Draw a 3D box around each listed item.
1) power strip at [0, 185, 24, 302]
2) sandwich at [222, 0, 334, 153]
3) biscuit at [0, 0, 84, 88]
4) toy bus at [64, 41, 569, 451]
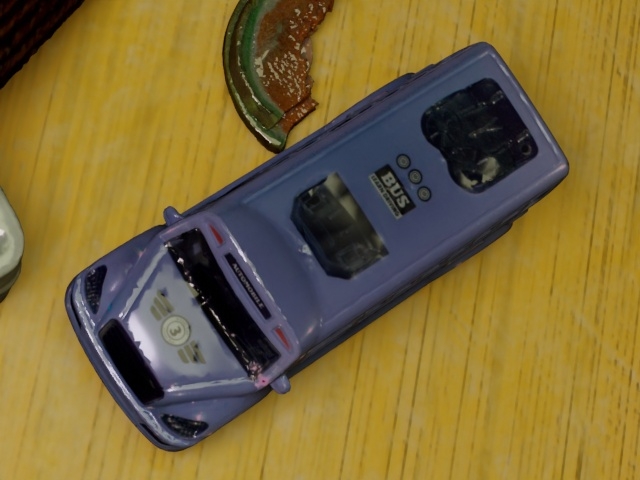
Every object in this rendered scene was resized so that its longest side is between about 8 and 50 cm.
[{"bbox_3d":[-0.287,0.031,1.001,0.261,0.141,0.229,-27,85,-21],"label":"power strip"},{"bbox_3d":[-0.028,-0.123,1.190,0.067,0.029,0.135,13,71,-14],"label":"sandwich"},{"bbox_3d":[-0.224,-0.112,1.003,0.107,0.073,0.388,18,40,11],"label":"biscuit"},{"bbox_3d":[0.000,0.000,1.102,0.292,0.133,0.125,-33,89,-24],"label":"toy bus"}]
